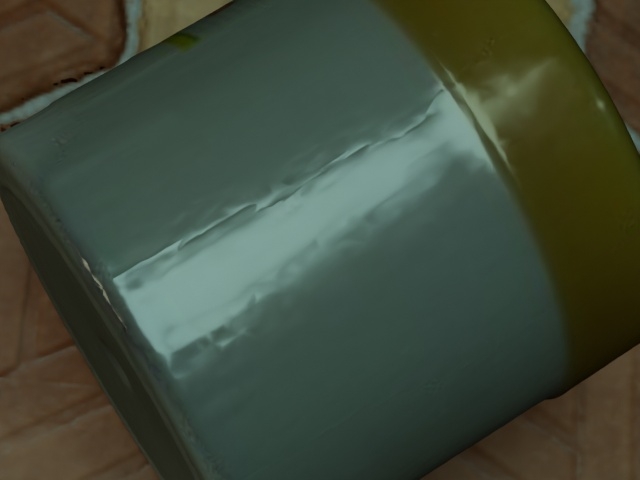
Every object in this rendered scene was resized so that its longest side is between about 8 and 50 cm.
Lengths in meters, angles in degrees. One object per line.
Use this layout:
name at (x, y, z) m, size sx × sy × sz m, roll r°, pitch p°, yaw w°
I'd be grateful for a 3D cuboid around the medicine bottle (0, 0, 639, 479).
medicine bottle at (0.000, 0.000, 0.803) m, size 0.232 × 0.238 × 0.238 m, roll -30°, pitch 76°, yaw -12°
